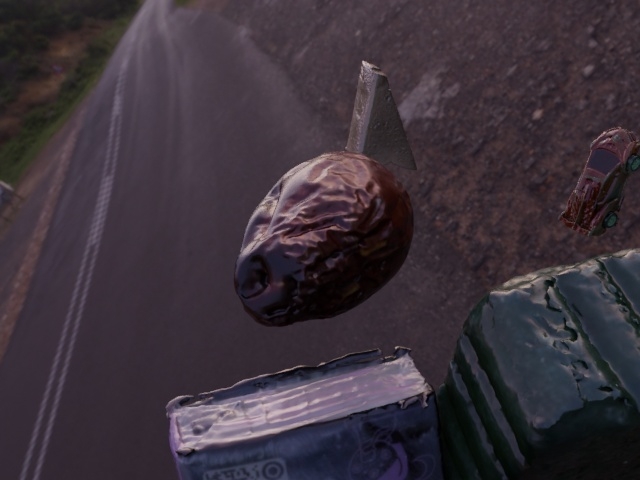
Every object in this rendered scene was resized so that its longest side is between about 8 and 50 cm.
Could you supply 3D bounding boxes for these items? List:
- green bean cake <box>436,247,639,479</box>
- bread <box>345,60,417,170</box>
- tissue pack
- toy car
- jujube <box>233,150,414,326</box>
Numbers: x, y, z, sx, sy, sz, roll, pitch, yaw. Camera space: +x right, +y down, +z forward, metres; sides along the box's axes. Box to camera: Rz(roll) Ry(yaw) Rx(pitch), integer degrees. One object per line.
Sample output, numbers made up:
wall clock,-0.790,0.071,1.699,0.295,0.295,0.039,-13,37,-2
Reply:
green bean cake,0.273,0.142,0.739,0.307,0.301,0.169,97,158,-52
bread,0.104,-0.189,1.172,0.077,0.105,0.152,-122,38,-56
tissue pack,0.005,0.309,0.796,0.260,0.361,0.122,-13,24,-7
toy car,0.311,-0.065,0.853,0.059,0.035,0.121,41,123,49
jujube,0.000,0.000,0.775,0.168,0.168,0.236,-36,2,34
